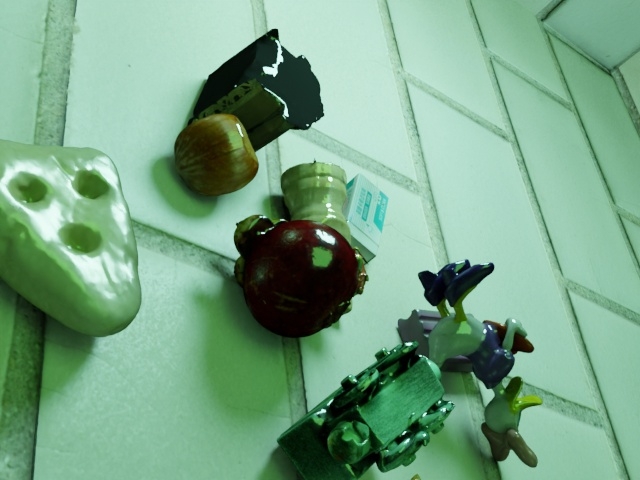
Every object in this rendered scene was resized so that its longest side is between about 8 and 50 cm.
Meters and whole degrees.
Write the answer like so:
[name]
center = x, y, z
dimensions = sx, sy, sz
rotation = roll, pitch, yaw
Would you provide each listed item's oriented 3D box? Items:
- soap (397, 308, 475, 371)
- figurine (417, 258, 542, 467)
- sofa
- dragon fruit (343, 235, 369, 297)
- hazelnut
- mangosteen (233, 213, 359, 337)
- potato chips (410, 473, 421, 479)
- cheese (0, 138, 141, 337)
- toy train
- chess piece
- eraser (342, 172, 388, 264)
[soap]
center = 0.261, 0.212, 2.048
dimensions = 0.203, 0.065, 0.122
rotation = 10, 52, -45
[figurine]
center = 0.320, 0.238, 1.921
dimensions = 0.193, 0.154, 0.421
rotation = -34, 96, -20
[sofa]
center = -0.124, -0.271, 1.981
dimensions = 0.182, 0.200, 0.258
rotation = 47, 30, -26
[dragon fruit]
center = 0.044, 0.051, 1.835
dimensions = 0.086, 0.081, 0.116
rotation = -28, 94, -19
[hazelnut]
center = -0.196, -0.158, 1.823
dimensions = 0.150, 0.150, 0.150
rotation = 31, 37, -27
[mangosteen]
center = -0.059, 0.046, 1.721
dimensions = 0.257, 0.215, 0.215
rotation = 41, 31, 15
[potato chips]
center = 0.151, 0.481, 1.684
dimensions = 0.026, 0.037, 0.204
rotation = 52, 26, -16
[cheese]
center = -0.414, -0.001, 1.407
dimensions = 0.351, 0.129, 0.328
rotation = 2, 55, -50
[toy train]
center = 0.080, 0.294, 1.597
dimensions = 0.167, 0.238, 0.299
rotation = 55, 35, 6
[chess piece]
center = 0.000, 0.000, 1.928
dimensions = 0.137, 0.137, 0.301
rotation = 16, 57, -41
[eraser]
center = 0.089, -0.048, 2.121
dimensions = 0.095, 0.052, 0.225
rotation = 40, 34, -17
